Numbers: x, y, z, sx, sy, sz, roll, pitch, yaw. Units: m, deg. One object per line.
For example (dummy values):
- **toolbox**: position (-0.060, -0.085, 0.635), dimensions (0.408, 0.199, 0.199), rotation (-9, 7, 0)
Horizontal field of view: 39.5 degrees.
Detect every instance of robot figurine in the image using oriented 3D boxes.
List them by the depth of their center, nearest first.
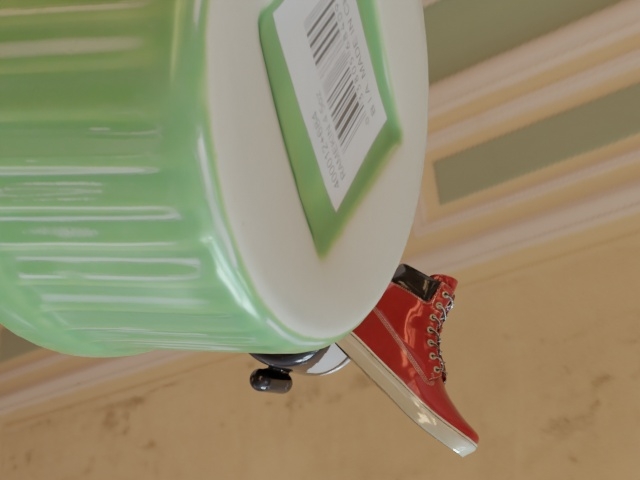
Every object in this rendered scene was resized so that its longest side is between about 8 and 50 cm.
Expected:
- **robot figurine**: position (-0.029, 0.125, 1.406), dimensions (0.209, 0.278, 0.173), rotation (-26, -111, 11)

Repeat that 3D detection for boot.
- **boot**: position (0.151, 0.144, 1.159), dimensions (0.176, 0.088, 0.244), rotation (-43, -115, -6)

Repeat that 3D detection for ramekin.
- **ramekin**: position (-0.052, -0.081, 0.479), dimensions (0.148, 0.303, 0.303), rotation (3, -104, 26)
